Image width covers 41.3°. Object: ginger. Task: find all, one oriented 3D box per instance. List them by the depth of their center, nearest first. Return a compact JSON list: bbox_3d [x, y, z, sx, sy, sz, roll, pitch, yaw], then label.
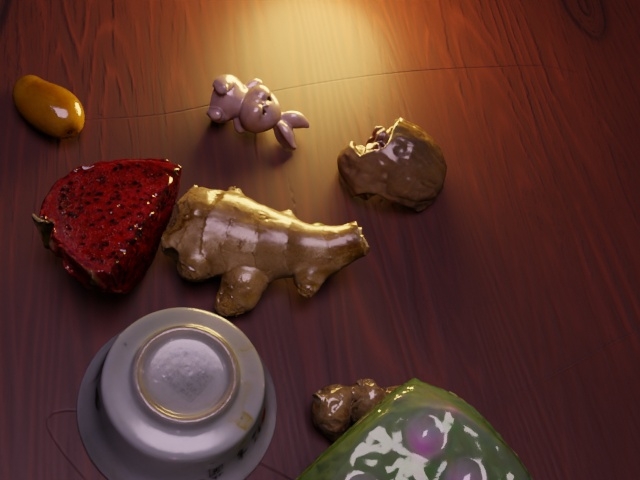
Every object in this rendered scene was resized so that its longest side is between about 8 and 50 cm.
[{"bbox_3d":[0.083,0.297,1.527,0.204,0.080,0.104,-8,95,-18],"label":"ginger"},{"bbox_3d":[-0.107,0.023,1.585,0.375,0.166,0.236,11,52,11],"label":"ginger"}]

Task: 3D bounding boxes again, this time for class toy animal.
[{"bbox_3d":[-0.126,-0.277,1.789,0.212,0.124,0.124,18,57,1],"label":"toy animal"}]

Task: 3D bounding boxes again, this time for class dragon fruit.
[{"bbox_3d":[-0.401,-0.018,1.557,0.205,0.152,0.317,17,45,7],"label":"dragon fruit"}]

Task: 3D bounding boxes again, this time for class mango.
[{"bbox_3d":[-0.549,-0.273,1.698,0.184,0.085,0.102,39,58,16],"label":"mango"}]

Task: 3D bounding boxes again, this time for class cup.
[{"bbox_3d":[-0.232,0.250,1.426,0.347,0.163,0.347,6,58,-10],"label":"cup"}]

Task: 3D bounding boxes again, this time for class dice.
[{"bbox_3d":[0.131,0.430,1.305,0.318,0.330,0.322,-37,77,-30],"label":"dice"}]

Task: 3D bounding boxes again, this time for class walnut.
[{"bbox_3d":[0.171,-0.165,1.787,0.238,0.141,0.204,-30,76,-25],"label":"walnut"}]

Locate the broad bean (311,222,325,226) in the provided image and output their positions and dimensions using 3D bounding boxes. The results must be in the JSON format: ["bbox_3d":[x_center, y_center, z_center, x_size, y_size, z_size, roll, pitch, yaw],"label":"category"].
[{"bbox_3d":[0.000,0.000,1.701,0.063,0.045,0.083,-8,56,-26],"label":"broad bean"}]
